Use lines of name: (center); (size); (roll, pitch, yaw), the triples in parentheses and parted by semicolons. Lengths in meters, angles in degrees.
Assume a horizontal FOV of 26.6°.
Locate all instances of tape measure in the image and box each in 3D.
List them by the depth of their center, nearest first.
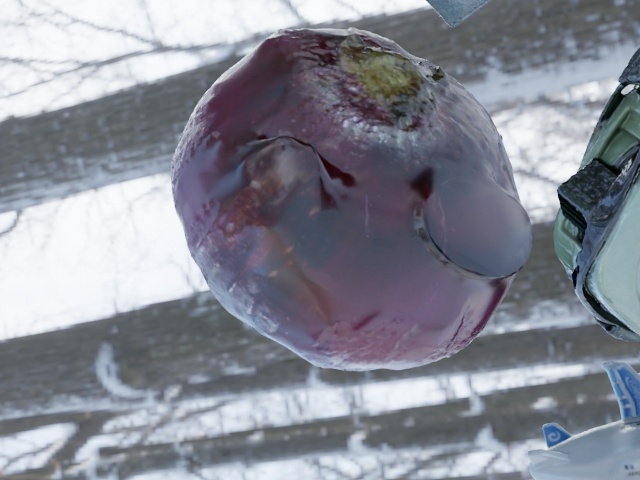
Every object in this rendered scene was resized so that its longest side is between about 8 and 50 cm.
tape measure: (0.281, -0.024, 1.142); (0.235, 0.207, 0.115); (36, -169, -33)

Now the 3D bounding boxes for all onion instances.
onion: (0.000, 0.000, 1.508); (0.398, 0.420, 0.398); (21, -136, -22)

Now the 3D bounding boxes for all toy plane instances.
toy plane: (0.407, 0.285, 1.777); (0.122, 0.267, 0.267); (57, -147, -59)

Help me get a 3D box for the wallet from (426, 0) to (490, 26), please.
wallet: (0.169, -0.324, 1.351); (0.167, 0.222, 0.036); (38, -150, -35)
